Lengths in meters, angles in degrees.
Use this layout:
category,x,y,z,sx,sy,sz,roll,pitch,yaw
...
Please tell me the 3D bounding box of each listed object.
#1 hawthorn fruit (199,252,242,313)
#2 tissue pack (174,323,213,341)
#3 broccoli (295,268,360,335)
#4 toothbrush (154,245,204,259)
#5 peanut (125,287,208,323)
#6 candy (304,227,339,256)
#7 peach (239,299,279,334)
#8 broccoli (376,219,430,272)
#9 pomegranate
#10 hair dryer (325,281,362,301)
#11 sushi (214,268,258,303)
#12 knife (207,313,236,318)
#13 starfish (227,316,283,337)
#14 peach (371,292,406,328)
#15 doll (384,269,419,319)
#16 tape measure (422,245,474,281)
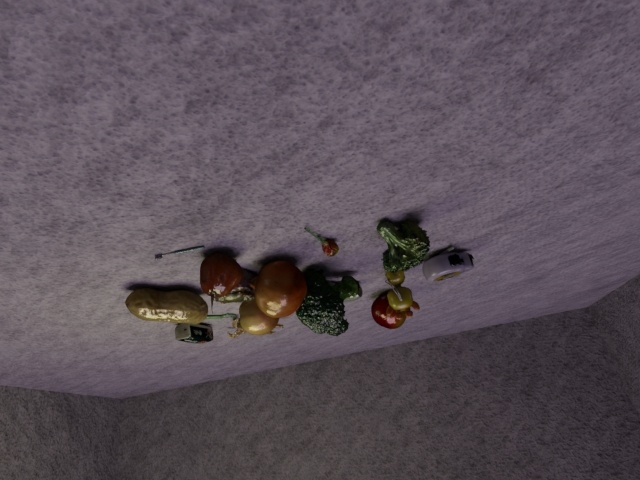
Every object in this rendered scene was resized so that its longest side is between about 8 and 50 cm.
category,x,y,z,sx,sy,sz,roll,pitch,yaw
hawthorn fruit,-0.350,0.123,1.415,0.149,0.189,0.149,25,142,21
tissue pack,-0.623,0.458,2.091,0.103,0.090,0.170,-18,153,22
broccoli,0.018,0.236,1.734,0.297,0.297,0.297,-35,172,-37
toothbrush,-0.456,0.040,1.371,0.167,0.014,0.011,-11,146,2
peanut,-0.580,0.248,1.633,0.319,0.147,0.147,18,143,-36
candy,0.000,0.000,1.432,0.060,0.060,0.201,-22,146,23
peach,-0.263,0.321,1.847,0.184,0.184,0.184,-8,155,-4
broccoli,0.265,0.006,1.435,0.194,0.194,0.220,8,173,-34
pomegranate,-0.149,0.176,1.553,0.209,0.209,0.209,-8,155,-4
hair dryer,0.048,0.226,1.917,0.206,0.075,0.237,-21,146,35
sushi,-0.320,0.189,1.635,0.161,0.107,0.241,-20,154,27
knife,-0.507,0.364,2.026,0.212,0.015,0.054,3,151,-26
starfish,-0.339,0.442,2.203,0.302,0.060,0.299,12,142,-34
peach,0.345,0.348,2.137,0.197,0.197,0.197,-8,155,-4
doll,0.345,0.231,1.841,0.143,0.220,0.135,-9,159,6
tape measure,0.523,0.103,1.784,0.196,0.105,0.178,-27,157,35
